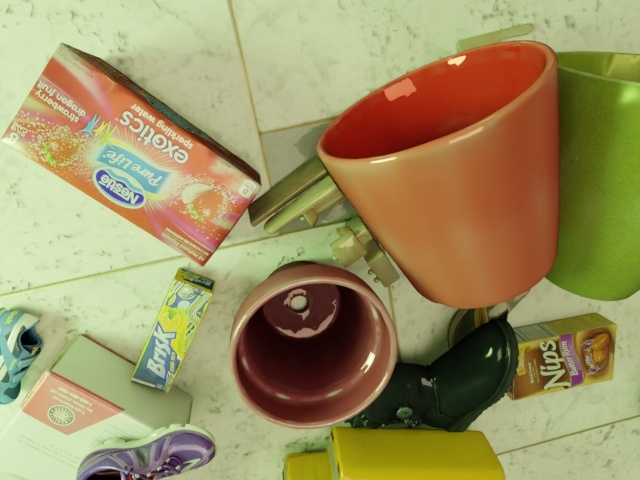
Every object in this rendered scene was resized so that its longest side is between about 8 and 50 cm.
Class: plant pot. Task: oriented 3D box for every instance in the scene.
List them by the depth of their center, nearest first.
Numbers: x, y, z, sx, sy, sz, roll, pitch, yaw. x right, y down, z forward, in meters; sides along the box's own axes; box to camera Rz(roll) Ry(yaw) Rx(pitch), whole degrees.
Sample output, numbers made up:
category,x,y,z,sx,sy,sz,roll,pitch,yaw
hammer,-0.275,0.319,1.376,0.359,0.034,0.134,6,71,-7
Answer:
category,x,y,z,sx,sy,sz,roll,pitch,yaw
plant pot,0.164,-0.067,0.547,0.275,0.275,0.243,-29,117,0
plant pot,0.403,-0.075,0.590,0.275,0.275,0.293,-3,121,-8
plant pot,-0.018,0.113,0.597,0.201,0.180,0.201,-2,106,-8

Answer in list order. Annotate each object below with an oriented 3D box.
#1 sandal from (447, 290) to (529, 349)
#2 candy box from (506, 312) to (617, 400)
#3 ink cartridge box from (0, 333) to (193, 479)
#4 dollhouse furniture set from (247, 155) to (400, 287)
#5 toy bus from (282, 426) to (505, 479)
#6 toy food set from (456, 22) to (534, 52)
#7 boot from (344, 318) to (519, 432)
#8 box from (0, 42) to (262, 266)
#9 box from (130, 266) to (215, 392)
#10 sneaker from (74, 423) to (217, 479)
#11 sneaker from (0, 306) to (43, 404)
category,x,y,z,sx,sy,sz,roll,pitch,yaw
sandal,0.275,0.121,0.712,0.072,0.049,0.180,42,95,-16
candy box,0.400,0.196,0.750,0.186,0.053,0.109,-9,107,-5
ink cartridge box,-0.354,0.313,0.633,0.207,0.117,0.283,37,96,-16
dollhouse furniture set,0.000,0.000,0.604,0.123,0.144,0.151,-35,122,7
toy bus,0.111,0.383,0.715,0.332,0.108,0.130,6,115,-10
toy food set,0.272,-0.203,0.630,0.132,0.038,0.192,-18,107,-4
boot,0.155,0.210,0.670,0.207,0.094,0.246,7,128,-12
box,-0.210,-0.099,0.542,0.257,0.122,0.128,36,98,-16
box,-0.212,0.130,0.639,0.059,0.054,0.169,24,101,-14
sneaker,-0.215,0.285,0.551,0.170,0.071,0.068,-10,105,-9
sneaker,-0.427,0.165,0.617,0.059,0.053,0.144,6,105,-12
